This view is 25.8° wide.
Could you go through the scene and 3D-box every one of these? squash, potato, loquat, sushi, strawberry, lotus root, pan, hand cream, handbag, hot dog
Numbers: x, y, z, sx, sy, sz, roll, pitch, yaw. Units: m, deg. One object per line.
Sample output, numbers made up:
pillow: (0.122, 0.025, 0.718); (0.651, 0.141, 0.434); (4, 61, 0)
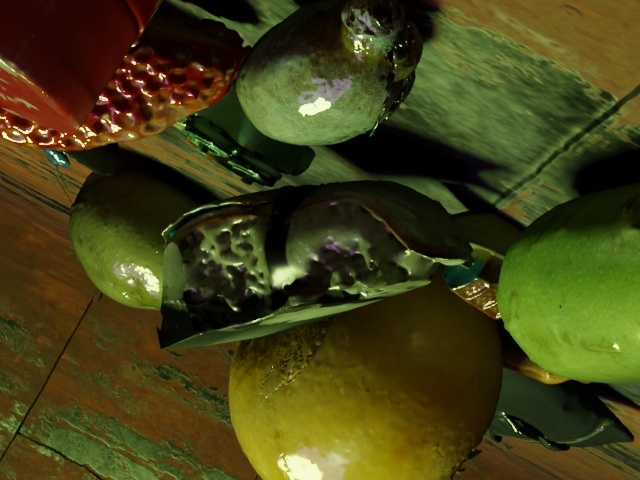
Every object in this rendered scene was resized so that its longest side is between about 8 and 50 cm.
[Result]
squash: (0.194, 0.019, 0.764); (0.118, 0.118, 0.370); (30, 168, -8)
potato: (-0.209, -0.005, 1.644); (0.235, 0.160, 0.178); (38, 156, 48)
loquat: (0.038, 0.119, 1.259); (0.263, 0.263, 0.263); (27, 170, 5)
sushi: (-0.006, -0.001, 1.039); (0.134, 0.109, 0.273); (-7, 170, -42)
strawberry: (-0.183, -0.118, 0.919); (0.236, 0.107, 0.175); (29, -153, 23)
lotus root: (0.007, -0.096, 0.794); (0.088, 0.088, 0.165); (32, 160, -20)
pan: (-0.278, -0.133, 1.464); (0.128, 0.048, 0.202); (36, -179, -40)
hand cream: (-0.183, -0.172, 0.725); (0.230, 0.149, 0.230); (27, 172, 4)
handbag: (0.194, 0.161, 1.539); (0.211, 0.089, 0.254); (40, 154, -30)
hot dog: (0.199, 0.095, 1.300); (0.072, 0.055, 0.188); (-1, -173, -21)

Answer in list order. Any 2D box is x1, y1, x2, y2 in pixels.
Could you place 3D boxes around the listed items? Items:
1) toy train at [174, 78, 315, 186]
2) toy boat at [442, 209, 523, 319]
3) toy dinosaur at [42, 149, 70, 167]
toy train: (-0.087, -0.101, 1.047); (0.176, 0.074, 0.118); (32, 173, -34)
toy boat: (0.142, 0.029, 1.091); (0.172, 0.066, 0.065); (34, 166, -31)
toy dinosaur: (-0.391, -0.169, 1.492); (0.188, 0.075, 0.248); (27, 166, 43)
